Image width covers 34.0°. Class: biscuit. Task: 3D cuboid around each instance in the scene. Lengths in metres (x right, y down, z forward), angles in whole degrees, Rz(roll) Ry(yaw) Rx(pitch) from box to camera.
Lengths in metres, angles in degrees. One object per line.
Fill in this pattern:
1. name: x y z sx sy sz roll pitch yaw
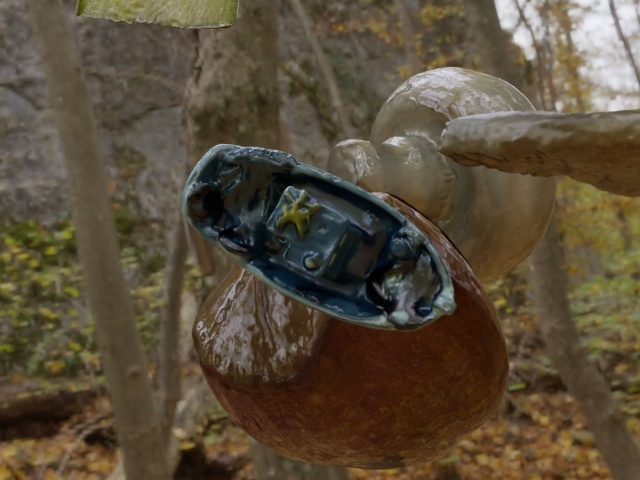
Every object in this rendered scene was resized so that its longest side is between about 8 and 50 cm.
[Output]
1. biscuit: 0.219 -0.042 0.568 0.290 0.038 0.141 8 -4 -28

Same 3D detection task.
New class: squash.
1. squash: -0.217 -0.419 1.456 0.237 0.204 0.155 8 -34 9

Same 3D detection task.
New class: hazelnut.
1. hazelnut: 0.026 0.072 0.748 0.212 0.181 0.181 -26 -24 37

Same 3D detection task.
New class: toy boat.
1. toy boat: 0.000 0.000 0.476 0.137 0.060 0.061 30 1 10

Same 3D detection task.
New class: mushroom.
1. mushroom: 0.114 -0.061 1.101 0.244 0.243 0.243 -11 -12 -2
